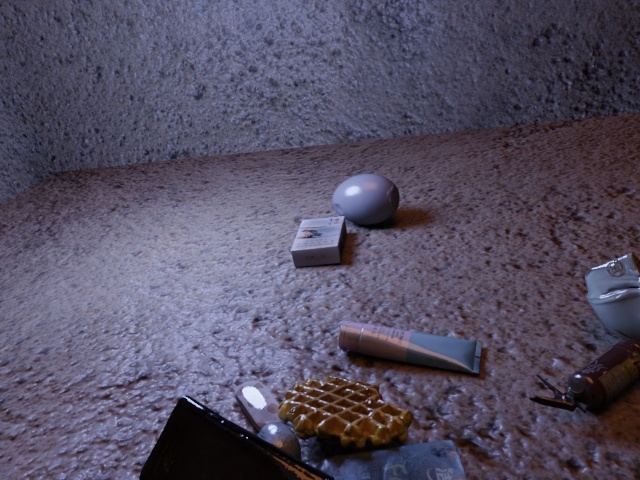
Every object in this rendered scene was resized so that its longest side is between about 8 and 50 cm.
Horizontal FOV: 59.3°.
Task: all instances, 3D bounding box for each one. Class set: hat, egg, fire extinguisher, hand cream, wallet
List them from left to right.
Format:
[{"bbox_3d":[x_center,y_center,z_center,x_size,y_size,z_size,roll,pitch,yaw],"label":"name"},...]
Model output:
[{"bbox_3d":[-0.148,0.377,0.880,0.318,0.045,0.172,18,68,33],"label":"wallet"},{"bbox_3d":[0.150,-0.141,1.925,0.232,0.176,0.176,1,27,22],"label":"egg"},{"bbox_3d":[0.200,0.238,1.264,0.313,0.070,0.111,9,28,17],"label":"hand cream"},{"bbox_3d":[0.512,0.268,1.074,0.252,0.075,0.106,-23,16,-25],"label":"fire extinguisher"},{"bbox_3d":[0.682,0.178,1.141,0.258,0.168,0.301,19,38,-29],"label":"hat"}]

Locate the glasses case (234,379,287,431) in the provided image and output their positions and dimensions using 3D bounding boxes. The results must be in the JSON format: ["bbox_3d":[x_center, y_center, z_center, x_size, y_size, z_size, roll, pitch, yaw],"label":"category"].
[{"bbox_3d":[-0.123,0.340,1.152,0.063,0.041,0.164,-21,27,-23],"label":"glasses case"}]

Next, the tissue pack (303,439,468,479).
[{"bbox_3d":[0.103,0.415,0.874,0.257,0.081,0.185,-9,26,2],"label":"tissue pack"}]

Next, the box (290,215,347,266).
[{"bbox_3d":[0.000,0.000,1.804,0.150,0.066,0.233,-3,25,10],"label":"box"}]

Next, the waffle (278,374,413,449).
[{"bbox_3d":[0.048,0.316,1.062,0.249,0.056,0.253,3,6,8],"label":"waffle"}]

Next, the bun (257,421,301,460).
[{"bbox_3d":[-0.072,0.380,0.958,0.083,0.140,0.141,10,22,-12],"label":"bun"}]
